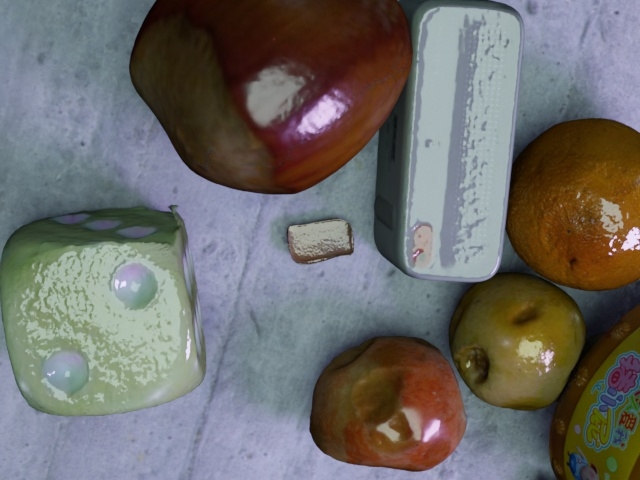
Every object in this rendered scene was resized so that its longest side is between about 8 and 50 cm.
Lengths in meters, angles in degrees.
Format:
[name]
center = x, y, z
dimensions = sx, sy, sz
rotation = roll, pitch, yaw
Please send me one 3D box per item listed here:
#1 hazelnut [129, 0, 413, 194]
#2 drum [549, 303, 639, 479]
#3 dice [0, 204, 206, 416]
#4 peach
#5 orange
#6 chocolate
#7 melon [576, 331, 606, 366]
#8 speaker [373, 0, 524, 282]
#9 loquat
[hazelnut]
center = -0.065, -0.232, 1.409
dimensions = 0.365, 0.366, 0.366
rotation = -1, 102, -5
[drum]
center = 0.559, 0.282, 1.541
dimensions = 0.431, 0.214, 0.431
rotation = -13, 123, -21
[dice]
center = -0.300, 0.093, 1.485
dimensions = 0.249, 0.252, 0.255
rotation = -9, 103, -4
[peach]
center = 0.096, 0.251, 1.584
dimensions = 0.235, 0.214, 0.214
rotation = -13, 102, 9
[orange]
center = 0.393, -0.054, 1.522
dimensions = 0.264, 0.264, 0.264
rotation = -1, 102, -5
[chocolate]
center = 0.000, 0.000, 1.605
dimensions = 0.100, 0.031, 0.065
rotation = -13, 91, -2
[melon]
center = 0.437, 0.207, 1.653
dimensions = 0.098, 0.098, 0.131
rotation = 15, 100, -8
[speaker]
center = 0.181, -0.146, 1.514
dimensions = 0.183, 0.184, 0.406
rotation = 2, 101, -6
[loquat]
center = 0.301, 0.153, 1.580
dimensions = 0.213, 0.213, 0.213
rotation = -1, 102, -5
